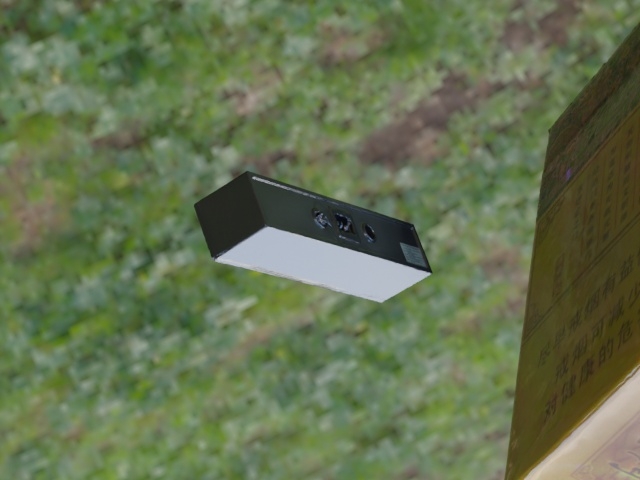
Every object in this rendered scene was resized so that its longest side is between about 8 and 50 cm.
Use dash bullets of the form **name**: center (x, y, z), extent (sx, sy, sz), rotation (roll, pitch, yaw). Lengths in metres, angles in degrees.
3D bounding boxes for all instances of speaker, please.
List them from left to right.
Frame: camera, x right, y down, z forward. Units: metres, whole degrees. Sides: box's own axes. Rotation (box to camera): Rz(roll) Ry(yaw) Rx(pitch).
- **speaker**: center (0.000, 0.000, 1.214), extent (0.046, 0.040, 0.191), rotation (-31, 155, 26)

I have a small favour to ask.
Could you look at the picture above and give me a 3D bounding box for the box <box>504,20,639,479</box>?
- **box**: center (0.264, -0.009, 1.458), extent (0.115, 0.415, 0.264), rotation (25, 133, -11)
